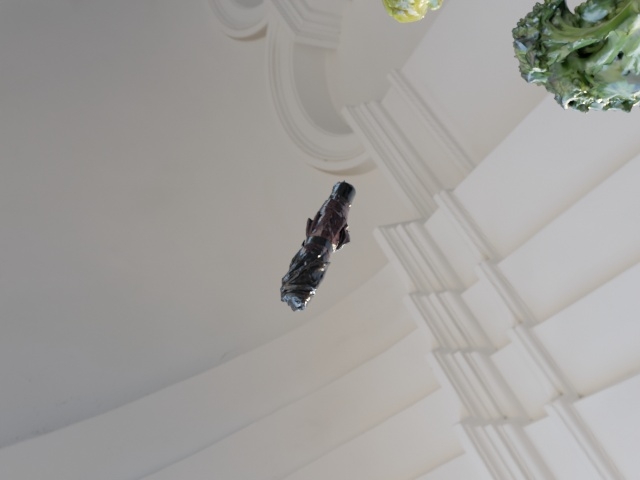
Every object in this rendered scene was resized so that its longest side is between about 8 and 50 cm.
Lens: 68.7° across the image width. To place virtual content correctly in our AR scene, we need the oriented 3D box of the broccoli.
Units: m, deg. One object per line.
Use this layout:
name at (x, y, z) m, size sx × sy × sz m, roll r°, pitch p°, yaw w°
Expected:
broccoli at (0.565, -0.410, 0.889) m, size 0.375 × 0.302 × 0.249 m, roll 11°, pitch -112°, yaw 12°

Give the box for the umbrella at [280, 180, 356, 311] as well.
umbrella at (0.000, 0.000, 0.993) m, size 0.090 × 0.094 × 0.326 m, roll 48°, pitch -130°, yaw -31°

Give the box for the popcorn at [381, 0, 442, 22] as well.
popcorn at (0.224, -0.676, 1.189) m, size 0.183 × 0.221 × 0.204 m, roll -4°, pitch -145°, yaw 15°
